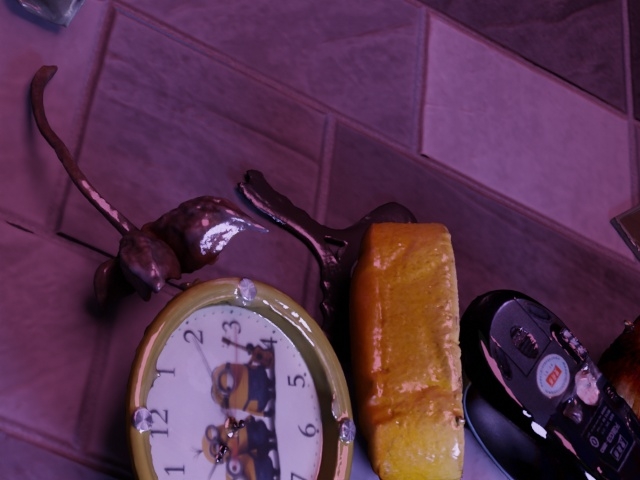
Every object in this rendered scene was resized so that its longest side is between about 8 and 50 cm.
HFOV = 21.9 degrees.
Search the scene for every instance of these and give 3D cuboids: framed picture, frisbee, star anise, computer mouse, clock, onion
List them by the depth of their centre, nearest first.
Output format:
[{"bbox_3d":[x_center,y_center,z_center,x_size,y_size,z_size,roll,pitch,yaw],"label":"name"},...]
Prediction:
[{"bbox_3d":[-0.070,0.146,1.294,0.237,0.057,0.237,12,73,-43],"label":"clock"},{"bbox_3d":[-0.167,-0.062,1.358,0.227,0.148,0.218,56,0,-3],"label":"star anise"},{"bbox_3d":[0.196,0.154,1.496,0.233,0.096,0.137,52,46,-2],"label":"computer mouse"},{"bbox_3d":[0.000,0.000,1.524,0.187,0.012,0.211,35,44,-12],"label":"frisbee"},{"bbox_3d":[0.328,0.131,1.602,0.117,0.118,0.118,-40,85,-25],"label":"onion"},{"bbox_3d":[0.391,0.020,1.815,0.109,0.011,0.149,-23,73,-46],"label":"framed picture"}]

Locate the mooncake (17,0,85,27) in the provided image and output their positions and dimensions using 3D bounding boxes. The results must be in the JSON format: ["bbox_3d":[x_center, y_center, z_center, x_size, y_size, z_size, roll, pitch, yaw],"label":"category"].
[{"bbox_3d":[-0.229,-0.277,1.477,0.073,0.130,0.125,21,45,-21],"label":"mooncake"}]

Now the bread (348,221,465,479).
[{"bbox_3d":[0.074,0.095,1.426,0.094,0.102,0.245,-4,61,3],"label":"bread"}]
